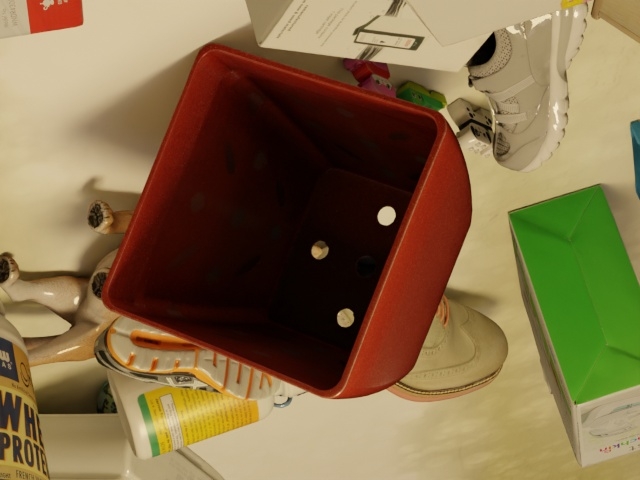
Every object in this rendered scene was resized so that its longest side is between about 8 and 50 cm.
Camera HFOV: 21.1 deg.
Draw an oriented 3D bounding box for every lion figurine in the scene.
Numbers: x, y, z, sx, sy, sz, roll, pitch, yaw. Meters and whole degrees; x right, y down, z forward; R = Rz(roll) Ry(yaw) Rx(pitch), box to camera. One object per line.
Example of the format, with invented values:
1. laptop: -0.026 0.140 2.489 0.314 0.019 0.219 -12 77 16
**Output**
1. lion figurine: -0.205 0.053 1.873 0.392 0.142 0.240 -20 164 39

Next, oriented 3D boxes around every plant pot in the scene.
1. plant pot: 0.000 0.000 1.634 0.267 0.267 0.236 20 177 27

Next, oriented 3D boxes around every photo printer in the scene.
1. photo printer: -0.305 0.307 2.189 0.308 0.107 0.256 -3 150 27

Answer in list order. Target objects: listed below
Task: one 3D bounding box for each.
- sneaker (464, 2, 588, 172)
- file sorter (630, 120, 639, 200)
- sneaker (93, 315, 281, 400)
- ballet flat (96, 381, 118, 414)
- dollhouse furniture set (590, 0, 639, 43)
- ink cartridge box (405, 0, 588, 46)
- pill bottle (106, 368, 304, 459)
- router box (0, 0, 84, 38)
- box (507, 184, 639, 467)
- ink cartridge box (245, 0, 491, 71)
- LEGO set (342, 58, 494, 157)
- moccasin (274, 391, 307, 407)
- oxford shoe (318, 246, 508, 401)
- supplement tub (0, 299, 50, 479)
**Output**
1. sneaker: 0.185 -0.174 1.686 0.115 0.105 0.281 -1 142 -2
2. file sorter: 0.427 -0.064 1.970 0.104 0.118 0.170 -20 152 2
3. sneaker: -0.135 0.117 1.771 0.215 0.084 0.083 18 158 -31
4. ballet flat: -0.255 0.244 2.242 0.070 0.070 0.188 -11 152 -9
5. dollhouse furniture set: 0.443 -0.300 1.627 0.355 0.174 0.303 -34 149 -30
6. ink cartridge box: 0.167 -0.303 1.272 0.270 0.198 0.197 -16 156 17
7. pill bottle: -0.123 0.158 1.917 0.208 0.117 0.117 -18 153 -12
8. router box: -0.333 -0.261 1.246 0.301 0.082 0.335 -11 152 -10
9. box: 0.324 0.109 2.080 0.127 0.262 0.231 -17 152 3
10. ink cartridge box: 0.036 -0.230 1.425 0.203 0.148 0.086 2 146 -33
11. LEGO set: 0.090 -0.102 1.748 0.087 0.093 0.227 -34 148 31
12. moccasin: -0.126 0.164 2.103 0.342 0.116 0.138 15 140 -44
13. oxford shoe: 0.109 0.097 2.082 0.397 0.140 0.146 12 139 -42
14. supplement tub: -0.390 0.198 1.701 0.228 0.316 0.228 -12 153 -7
